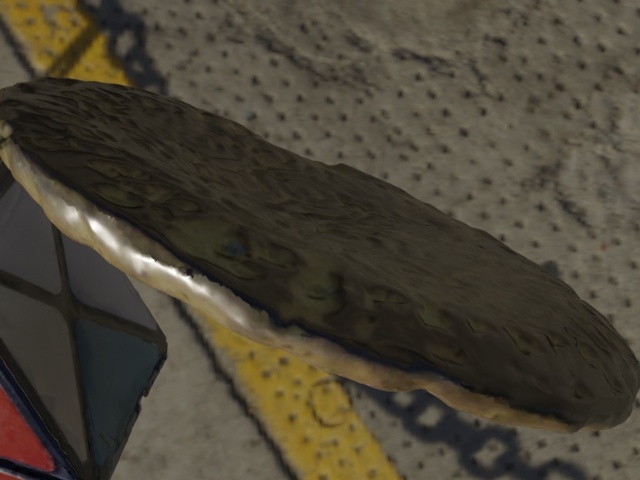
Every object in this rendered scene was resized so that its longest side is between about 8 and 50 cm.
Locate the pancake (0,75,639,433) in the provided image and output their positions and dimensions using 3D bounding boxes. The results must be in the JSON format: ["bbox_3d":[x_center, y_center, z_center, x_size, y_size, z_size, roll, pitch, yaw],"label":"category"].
[{"bbox_3d":[0.001,-0.001,0.414,0.199,0.199,0.021,30,103,26],"label":"pancake"}]

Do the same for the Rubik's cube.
[{"bbox_3d":[-0.369,0.106,1.529,0.305,0.310,0.307,-26,110,19],"label":"Rubik's cube"}]
